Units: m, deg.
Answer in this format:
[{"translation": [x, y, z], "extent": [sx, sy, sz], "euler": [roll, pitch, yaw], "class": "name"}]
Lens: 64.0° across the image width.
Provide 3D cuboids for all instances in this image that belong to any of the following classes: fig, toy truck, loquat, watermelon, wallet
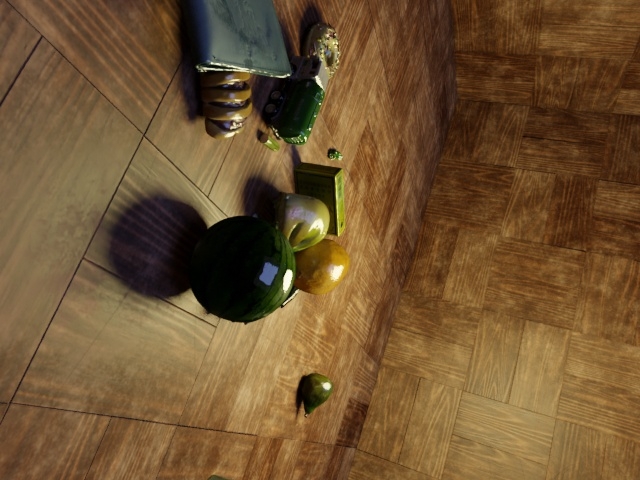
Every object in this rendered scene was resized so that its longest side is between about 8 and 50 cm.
[{"translation": [-0.028, 0.592, 1.963], "extent": [0.117, 0.117, 0.177], "euler": [-16, 133, -65], "class": "fig"}, {"translation": [-0.056, -0.367, 1.351], "extent": [0.101, 0.125, 0.242], "euler": [53, 51, -61], "class": "toy truck"}, {"translation": [-0.005, 0.081, 1.621], "extent": [0.234, 0.187, 0.175], "euler": [-14, 103, -57], "class": "loquat"}, {"translation": [-0.172, 0.063, 1.148], "extent": [0.242, 0.243, 0.242], "euler": [12, 90, -68], "class": "watermelon"}, {"translation": [-0.171, -0.447, 1.000], "extent": [0.290, 0.054, 0.251], "euler": [-20, 98, -61], "class": "wallet"}]

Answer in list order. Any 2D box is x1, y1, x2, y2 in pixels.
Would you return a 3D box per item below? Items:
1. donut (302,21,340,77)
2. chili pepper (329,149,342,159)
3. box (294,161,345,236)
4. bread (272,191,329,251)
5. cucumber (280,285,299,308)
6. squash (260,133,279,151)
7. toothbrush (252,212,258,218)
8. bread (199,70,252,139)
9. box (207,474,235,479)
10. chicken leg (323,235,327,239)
[{"translation": [0.008, -0.545, 1.489], "extent": [0.174, 0.068, 0.174], "euler": [-44, 141, -52], "class": "donut"}, {"translation": [0.050, -0.296, 1.782], "extent": [0.030, 0.034, 0.091], "euler": [-50, 168, 22], "class": "chili pepper"}, {"translation": [0.000, -0.126, 1.591], "extent": [0.064, 0.141, 0.219], "euler": [-52, 146, -49], "class": "box"}, {"translation": [-0.053, -0.047, 1.448], "extent": [0.261, 0.157, 0.157], "euler": [21, 67, -66], "class": "bread"}, {"translation": [-0.092, 0.170, 1.668], "extent": [0.033, 0.034, 0.134], "euler": [86, 27, -46], "class": "cucumber"}, {"translation": [-0.130, -0.256, 1.358], "extent": [0.083, 0.028, 0.027], "euler": [23, 80, -67], "class": "squash"}, {"translation": [-0.144, -0.002, 1.394], "extent": [0.162, 0.014, 0.017], "euler": [64, 27, -18], "class": "toothbrush"}, {"translation": [-0.195, -0.334, 1.084], "extent": [0.134, 0.081, 0.224], "euler": [-43, 136, -56], "class": "bread"}, {"translation": [-0.290, 0.720, 1.429], "extent": [0.084, 0.069, 0.122], "euler": [-18, 117, -63], "class": "box"}, {"translation": [0.003, 0.000, 1.770], "extent": [0.085, 0.069, 0.197], "euler": [44, 54, -66], "class": "chicken leg"}]
